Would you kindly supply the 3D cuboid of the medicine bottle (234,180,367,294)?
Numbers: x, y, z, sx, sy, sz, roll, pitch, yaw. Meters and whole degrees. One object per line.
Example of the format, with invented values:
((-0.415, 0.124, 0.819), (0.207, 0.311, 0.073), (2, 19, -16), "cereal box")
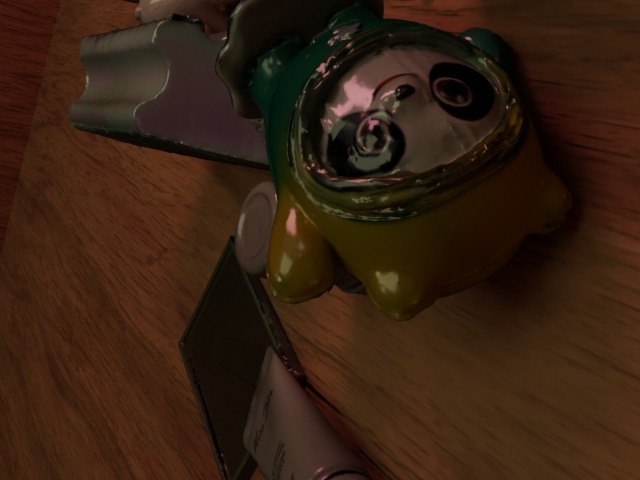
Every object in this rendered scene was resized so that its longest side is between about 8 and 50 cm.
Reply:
((0.000, 0.000, 0.870), (0.105, 0.168, 0.105), (-25, 59, 52), "medicine bottle")

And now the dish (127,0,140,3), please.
((-0.350, -0.612, 1.674), (0.256, 0.117, 0.256), (-24, 60, 52), "dish")

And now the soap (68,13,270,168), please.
((-0.161, -0.192, 1.100), (0.446, 0.261, 0.156), (15, 93, 57), "soap")

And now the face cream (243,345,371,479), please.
((-0.018, 0.246, 0.908), (0.314, 0.089, 0.143), (37, 116, 62), "face cream")

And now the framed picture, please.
((-0.127, 0.171, 1.157), (0.232, 0.024, 0.315), (-61, 35, 26), "framed picture")

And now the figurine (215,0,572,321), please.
((0.060, -0.091, 0.746), (0.340, 0.323, 0.231), (57, 171, 33), "figurine")

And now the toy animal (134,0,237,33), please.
((-0.177, -0.427, 1.347), (0.282, 0.138, 0.141), (-23, 67, 26), "toy animal")
